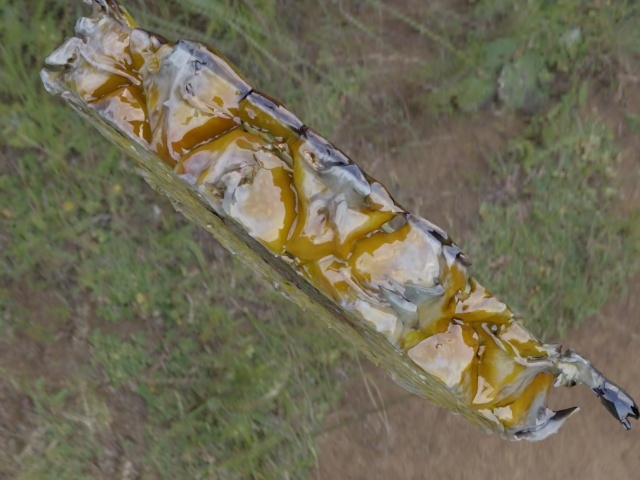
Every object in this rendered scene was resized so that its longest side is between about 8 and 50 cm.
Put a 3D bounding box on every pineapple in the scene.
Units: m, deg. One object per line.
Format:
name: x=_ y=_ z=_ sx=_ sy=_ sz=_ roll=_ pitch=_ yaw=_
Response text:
pineapple: x=0.000 y=0.000 z=0.409 sx=0.221 sy=0.221 sz=0.047 roll=37 pitch=88 yaw=20
